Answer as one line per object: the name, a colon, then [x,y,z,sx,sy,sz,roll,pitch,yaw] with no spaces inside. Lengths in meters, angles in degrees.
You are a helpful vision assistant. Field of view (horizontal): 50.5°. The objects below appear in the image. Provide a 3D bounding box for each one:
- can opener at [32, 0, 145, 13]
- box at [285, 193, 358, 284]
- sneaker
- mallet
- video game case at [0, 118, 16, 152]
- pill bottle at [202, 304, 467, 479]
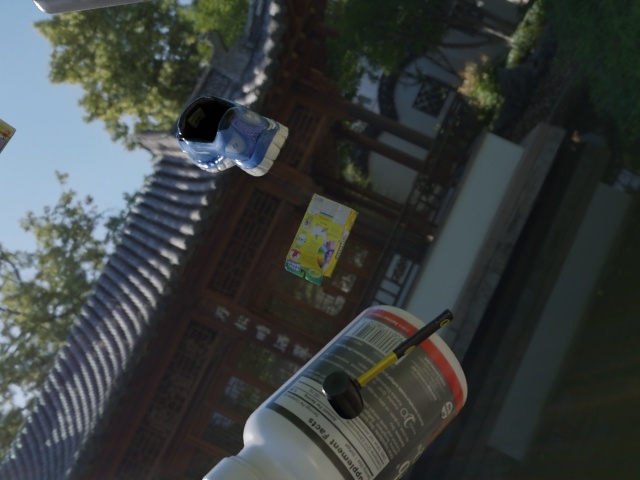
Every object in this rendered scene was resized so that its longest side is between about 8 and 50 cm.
can opener: [-0.217,-0.319,0.754,0.095,0.283,0.076,52,-137,-58]
box: [0.000,0.000,1.476,0.179,0.105,0.043,-65,-27,0]
sneaker: [-0.191,-0.207,1.230,0.330,0.147,0.130,11,71,57]
mallet: [0.083,0.140,0.832,0.189,0.039,0.062,-41,-48,-4]
video game case: [-0.748,-0.212,1.345,0.023,0.212,0.193,-23,39,46]
pill bottle: [0.024,0.275,0.966,0.363,0.210,0.210,-39,-17,-27]
